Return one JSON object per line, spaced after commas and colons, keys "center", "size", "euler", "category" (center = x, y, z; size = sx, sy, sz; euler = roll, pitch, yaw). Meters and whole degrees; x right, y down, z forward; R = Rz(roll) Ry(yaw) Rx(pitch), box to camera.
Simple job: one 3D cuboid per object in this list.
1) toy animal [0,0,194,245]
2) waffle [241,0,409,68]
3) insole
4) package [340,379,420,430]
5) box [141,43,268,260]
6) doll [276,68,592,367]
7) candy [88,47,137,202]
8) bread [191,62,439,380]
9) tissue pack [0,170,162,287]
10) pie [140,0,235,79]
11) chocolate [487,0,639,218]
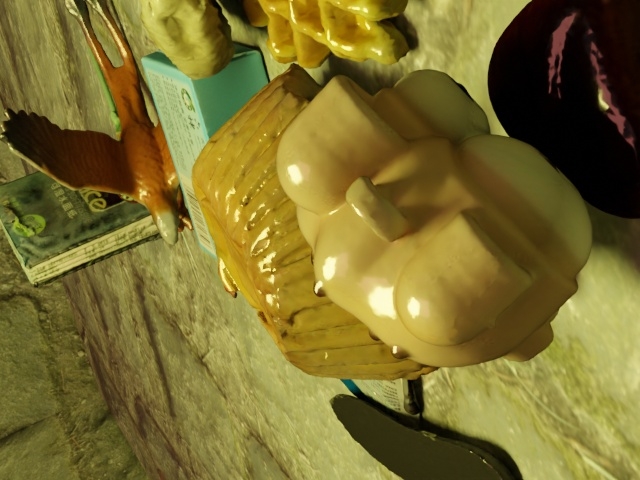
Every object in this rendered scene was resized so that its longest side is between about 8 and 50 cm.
{"center": [-0.254, -0.142, 1.340], "size": [0.284, 0.225, 0.302], "euler": [-109, -3, -50], "category": "toy animal"}
{"center": [-0.027, -0.257, 0.722], "size": [0.309, 0.065, 0.283], "euler": [67, 159, 1], "category": "waffle"}
{"center": [0.091, 0.198, 0.972], "size": [0.110, 0.012, 0.309], "euler": [59, 159, -12], "category": "insole"}
{"center": [0.043, 0.118, 1.018], "size": [0.171, 0.027, 0.173], "euler": [39, 153, 45], "category": "package"}
{"center": [-0.096, -0.085, 1.061], "size": [0.142, 0.083, 0.232], "euler": [31, 139, 58], "category": "box"}
{"center": [0.071, -0.008, 0.548], "size": [0.154, 0.119, 0.278], "euler": [47, -168, 9], "category": "doll"}
{"center": [-0.297, -0.176, 1.508], "size": [0.084, 0.078, 0.288], "euler": [61, -176, -61], "category": "candy"}
{"center": [0.000, 0.000, 0.822], "size": [0.274, 0.149, 0.274], "euler": [57, 167, 20], "category": "bread"}
{"center": [-0.352, -0.045, 1.519], "size": [0.173, 0.235, 0.073], "euler": [53, 156, 34], "category": "tissue pack"}
{"center": [-0.141, -0.288, 0.856], "size": [0.339, 0.077, 0.339], "euler": [163, 90, -85], "category": "pie"}
{"center": [0.141, -0.071, 0.487], "size": [0.149, 0.080, 0.125], "euler": [53, 157, 35], "category": "chocolate"}
